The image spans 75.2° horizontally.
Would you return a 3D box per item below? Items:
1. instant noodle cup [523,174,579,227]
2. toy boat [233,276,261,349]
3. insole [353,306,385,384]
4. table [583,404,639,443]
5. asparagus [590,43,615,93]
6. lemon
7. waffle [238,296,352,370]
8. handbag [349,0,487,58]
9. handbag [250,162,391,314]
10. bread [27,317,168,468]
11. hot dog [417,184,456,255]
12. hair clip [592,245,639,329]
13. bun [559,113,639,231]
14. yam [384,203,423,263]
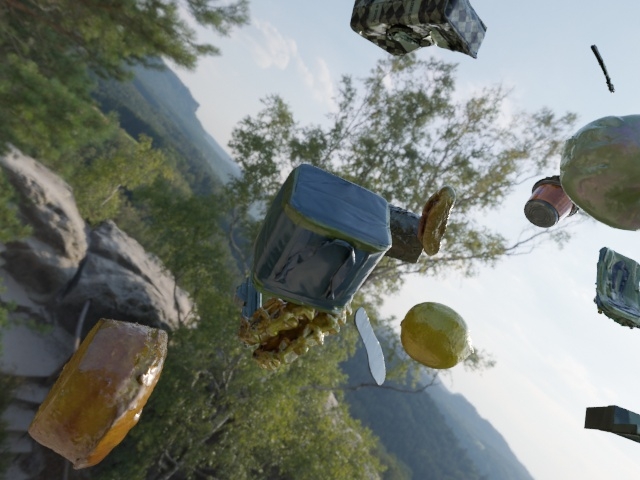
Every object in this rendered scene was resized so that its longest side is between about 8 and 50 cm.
[{"bbox_3d":[0.837,-0.125,1.529,0.178,0.126,0.208,20,-36,50],"label":"instant noodle cup"},{"bbox_3d":[-0.220,0.215,1.240,0.085,0.078,0.260,8,37,-14],"label":"toy boat"},{"bbox_3d":[0.195,0.413,1.617,0.009,0.119,0.348,-6,-66,35],"label":"insole"},{"bbox_3d":[0.696,0.414,0.898,0.146,0.062,0.175,20,-22,6],"label":"table"},{"bbox_3d":[0.631,-0.379,0.925,0.166,0.013,0.016,31,13,-36],"label":"asparagus"},{"bbox_3d":[0.314,0.258,1.128,0.203,0.178,0.178,20,-15,23],"label":"lemon"},{"bbox_3d":[-0.054,0.180,1.088,0.151,0.261,0.324,56,37,-11],"label":"waffle"},{"bbox_3d":[0.359,-0.785,1.519,0.416,0.180,0.317,20,3,43],"label":"handbag"},{"bbox_3d":[0.000,0.000,0.907,0.263,0.241,0.222,20,40,-18],"label":"handbag"},{"bbox_3d":[-0.447,0.298,0.856,0.173,0.312,0.312,33,1,-18],"label":"bread"},{"bbox_3d":[0.359,-0.062,1.317,0.084,0.074,0.242,-102,-163,-56],"label":"hot dog"},{"bbox_3d":[0.875,0.148,1.235,0.139,0.321,0.091,29,-45,14],"label":"hair clip"},{"bbox_3d":[0.712,-0.174,0.931,0.293,0.293,0.187,46,-11,20],"label":"bun"},{"bbox_3d":[0.250,-0.035,1.652,0.349,0.240,0.241,14,-5,1],"label":"yam"}]
